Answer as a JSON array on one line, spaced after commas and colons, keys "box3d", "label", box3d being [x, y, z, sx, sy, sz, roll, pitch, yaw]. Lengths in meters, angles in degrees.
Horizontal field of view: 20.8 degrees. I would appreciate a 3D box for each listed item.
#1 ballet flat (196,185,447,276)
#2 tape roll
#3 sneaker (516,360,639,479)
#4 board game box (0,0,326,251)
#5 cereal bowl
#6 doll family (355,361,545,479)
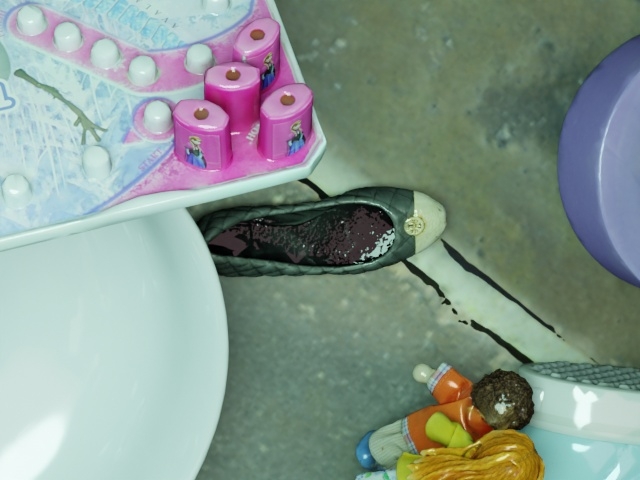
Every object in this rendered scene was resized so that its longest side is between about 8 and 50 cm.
[{"box3d": [0.000, 0.000, 1.127, 0.173, 0.049, 0.057, -8, 101, -11], "label": "ballet flat"}, {"box3d": [0.259, -0.050, 1.161, 0.189, 0.080, 0.189, -2, 99, -13], "label": "tape roll"}, {"box3d": [0.298, 0.178, 1.184, 0.366, 0.135, 0.150, 9, 98, -2], "label": "sneaker"}, {"box3d": [-0.235, -0.160, 0.926, 0.390, 0.050, 0.390, -14, 60, -11], "label": "board game box"}, {"box3d": [-0.232, 0.070, 1.019, 0.339, 0.141, 0.339, -10, 113, -26], "label": "cereal bowl"}, {"box3d": [0.112, 0.201, 1.081, 0.118, 0.163, 0.263, -29, 87, -49], "label": "doll family"}]
